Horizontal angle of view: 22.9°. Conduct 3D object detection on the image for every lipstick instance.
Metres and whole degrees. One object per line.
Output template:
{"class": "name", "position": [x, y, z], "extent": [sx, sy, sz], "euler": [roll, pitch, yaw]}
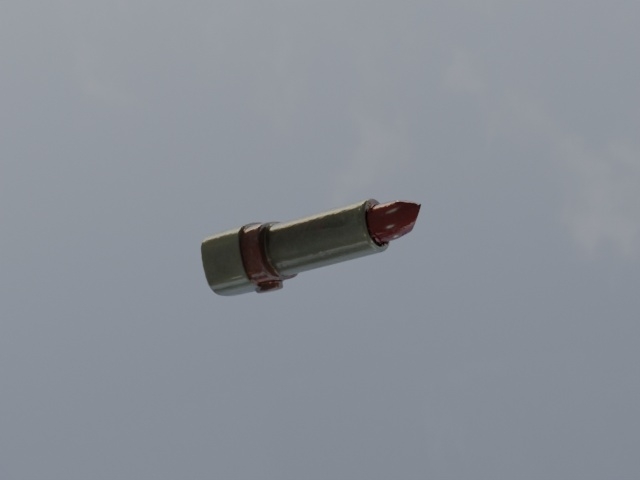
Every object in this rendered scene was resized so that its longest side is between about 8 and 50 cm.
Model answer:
{"class": "lipstick", "position": [0.000, 0.001, 1.227], "extent": [0.186, 0.063, 0.057], "euler": [-14, -95, 31]}
